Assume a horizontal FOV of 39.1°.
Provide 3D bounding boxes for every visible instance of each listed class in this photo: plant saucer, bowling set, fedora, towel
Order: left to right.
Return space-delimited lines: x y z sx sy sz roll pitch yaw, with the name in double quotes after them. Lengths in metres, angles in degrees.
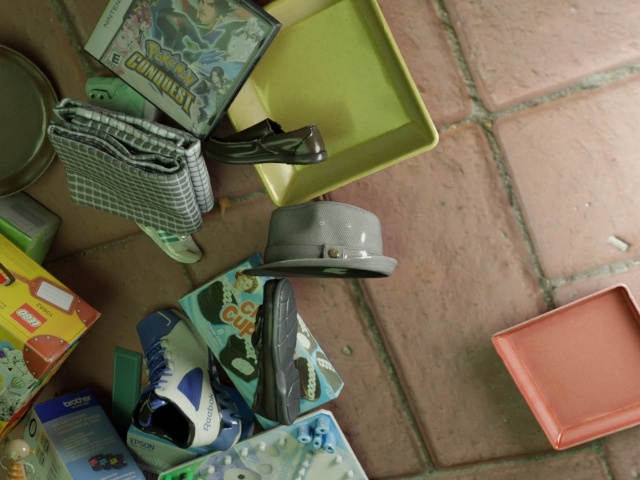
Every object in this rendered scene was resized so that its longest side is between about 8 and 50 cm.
-0.693 0.421 1.666 0.287 0.200 0.154 13 116 7 "bowling set"
-0.660 -0.232 1.737 0.310 0.050 0.311 -7 112 -18 "plant saucer"
-0.426 0.325 1.969 0.067 0.018 0.192 14 113 13 "plant saucer"
-0.347 -0.128 1.639 0.283 0.121 0.235 18 157 11 "towel"
0.000 -0.262 1.559 0.332 0.081 0.333 -21 102 25 "plant saucer"
0.000 0.000 1.602 0.275 0.244 0.124 1 83 4 "fedora"
0.476 0.222 1.603 0.259 0.048 0.258 -27 100 26 "plant saucer"

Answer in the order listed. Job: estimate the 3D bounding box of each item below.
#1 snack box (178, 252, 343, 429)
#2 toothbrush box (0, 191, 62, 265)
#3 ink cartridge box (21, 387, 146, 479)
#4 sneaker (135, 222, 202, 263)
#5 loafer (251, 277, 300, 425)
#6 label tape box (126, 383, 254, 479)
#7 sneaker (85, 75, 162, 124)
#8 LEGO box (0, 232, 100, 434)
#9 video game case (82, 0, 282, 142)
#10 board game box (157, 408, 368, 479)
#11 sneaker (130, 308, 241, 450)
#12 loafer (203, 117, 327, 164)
-0.117 0.203 1.791 0.187 0.060 0.322 -29 99 25 "snack box"
-0.701 0.024 1.887 0.206 0.122 0.283 35 119 2 "toothbrush box"
-0.523 0.511 1.927 0.395 0.151 0.270 49 130 26 "ink cartridge box"
-0.289 -0.024 1.763 0.161 0.057 0.075 41 123 3 "sneaker"
-0.098 0.212 1.699 0.095 0.109 0.303 5 113 19 "loafer"
-0.283 0.464 1.921 0.249 0.115 0.348 14 116 13 "label tape box"
-0.357 -0.299 1.655 0.151 0.094 0.256 21 118 3 "sneaker"
-0.750 0.145 1.775 0.500 0.193 0.372 39 119 -2 "LEGO box"
-0.240 -0.347 1.536 0.275 0.035 0.248 38 112 4 "video game case"
-0.078 0.571 1.845 0.390 0.050 0.390 -23 111 10 "board game box"
-0.292 0.276 1.762 0.127 0.182 0.315 -43 65 26 "sneaker"
-0.094 -0.172 1.547 0.220 0.080 0.078 2 101 13 "loafer"
